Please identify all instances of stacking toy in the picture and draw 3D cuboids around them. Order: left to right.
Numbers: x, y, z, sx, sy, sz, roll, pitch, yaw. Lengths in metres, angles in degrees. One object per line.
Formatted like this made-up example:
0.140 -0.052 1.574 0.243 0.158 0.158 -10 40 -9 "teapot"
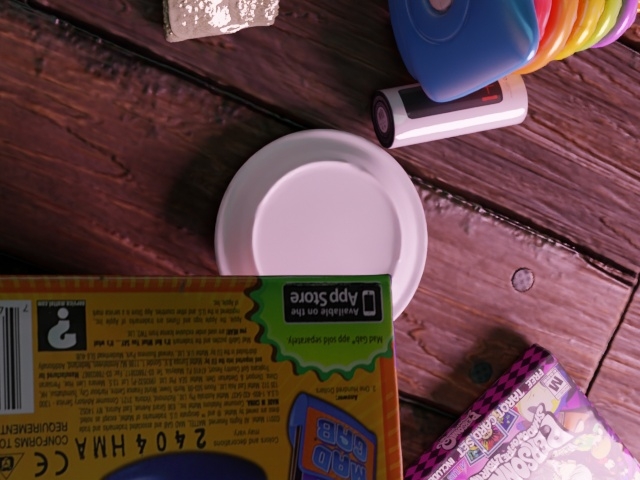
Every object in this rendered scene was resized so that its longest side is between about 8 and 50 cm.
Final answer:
0.224 -0.228 1.167 0.302 0.166 0.175 -8 84 -31 "stacking toy"

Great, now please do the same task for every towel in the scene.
-0.083 -0.232 1.073 0.110 0.027 0.148 -17 136 -16 "towel"

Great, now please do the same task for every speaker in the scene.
0.118 -0.121 1.188 0.136 0.055 0.055 -11 105 -17 "speaker"

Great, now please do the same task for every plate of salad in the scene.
0.000 0.000 1.173 0.200 0.048 0.200 0 91 -18 "plate of salad"

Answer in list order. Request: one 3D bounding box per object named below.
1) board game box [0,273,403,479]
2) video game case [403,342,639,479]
-0.180 0.216 0.912 0.356 0.356 0.356 1 82 -29 "board game box"
0.197 0.255 1.299 0.232 0.042 0.210 -43 113 -8 "video game case"
